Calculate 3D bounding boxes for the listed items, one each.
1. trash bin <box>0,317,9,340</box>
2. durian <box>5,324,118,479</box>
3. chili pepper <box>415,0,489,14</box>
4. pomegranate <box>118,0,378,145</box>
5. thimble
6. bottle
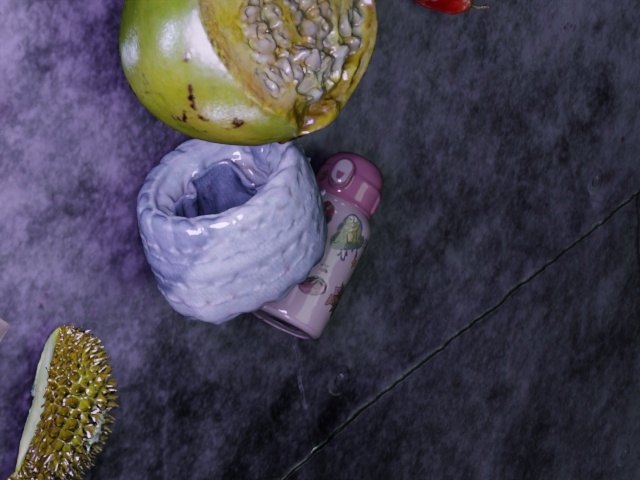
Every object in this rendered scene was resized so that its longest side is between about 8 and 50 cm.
[{"bbox_3d":[-0.391,0.080,1.640,0.043,0.061,0.092,-60,138,-15],"label":"trash bin"},{"bbox_3d":[-0.290,0.217,1.791,0.137,0.095,0.220,16,97,-51],"label":"durian"},{"bbox_3d":[0.165,-0.354,2.148,0.191,0.050,0.059,17,94,-39],"label":"chili pepper"},{"bbox_3d":[-0.114,-0.271,1.739,0.310,0.216,0.358,-28,94,-41],"label":"pomegranate"},{"bbox_3d":[-0.101,-0.023,1.831,0.250,0.205,0.172,-47,136,-35],"label":"thimble"},{"bbox_3d":[0.000,0.000,2.032,0.120,0.120,0.253,39,73,-50],"label":"bottle"}]
